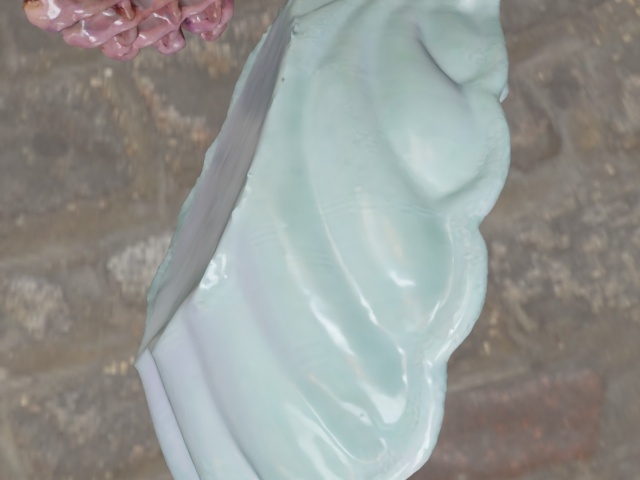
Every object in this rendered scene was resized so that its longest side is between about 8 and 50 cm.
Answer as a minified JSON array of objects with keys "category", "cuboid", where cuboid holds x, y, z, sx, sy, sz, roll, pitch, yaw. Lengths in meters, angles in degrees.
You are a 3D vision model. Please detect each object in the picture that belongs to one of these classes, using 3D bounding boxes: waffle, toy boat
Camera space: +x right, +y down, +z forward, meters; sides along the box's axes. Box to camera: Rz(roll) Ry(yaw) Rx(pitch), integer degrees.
[{"category":"waffle","cuboid":[-0.086,-0.207,1.134,0.055,0.234,0.221,43,114,24]},{"category":"toy boat","cuboid":[0.000,0.000,0.710,0.100,0.290,0.199,26,153,-14]}]
